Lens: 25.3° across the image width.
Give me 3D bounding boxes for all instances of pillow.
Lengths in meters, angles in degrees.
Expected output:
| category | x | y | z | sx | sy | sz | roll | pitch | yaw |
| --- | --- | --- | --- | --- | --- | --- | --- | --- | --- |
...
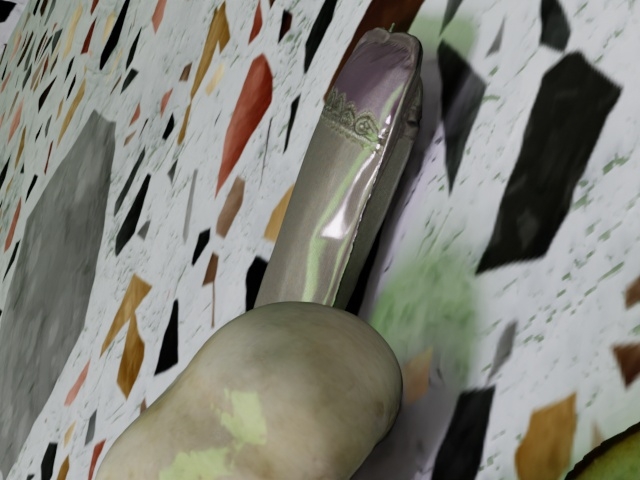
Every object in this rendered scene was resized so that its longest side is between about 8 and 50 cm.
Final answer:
| category | x | y | z | sx | sy | sz | roll | pitch | yaw |
| --- | --- | --- | --- | --- | --- | --- | --- | --- | --- |
| pillow | 0.000 | 0.000 | 0.733 | 0.130 | 0.038 | 0.232 | -132 | 61 | -70 |

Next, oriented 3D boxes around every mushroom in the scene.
| category | x | y | z | sx | sy | sz | roll | pitch | yaw |
| --- | --- | --- | --- | --- | --- | --- | --- | --- | --- |
| mushroom | -0.022 | 0.100 | 0.600 | 0.154 | 0.122 | 0.154 | -42 | -7 | -7 |

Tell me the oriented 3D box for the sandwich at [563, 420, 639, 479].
| category | x | y | z | sx | sy | sz | roll | pitch | yaw |
| --- | --- | --- | --- | --- | --- | --- | --- | --- | --- |
| sandwich | 0.127 | 0.094 | 0.288 | 0.214 | 0.065 | 0.186 | -52 | 27 | 43 |
